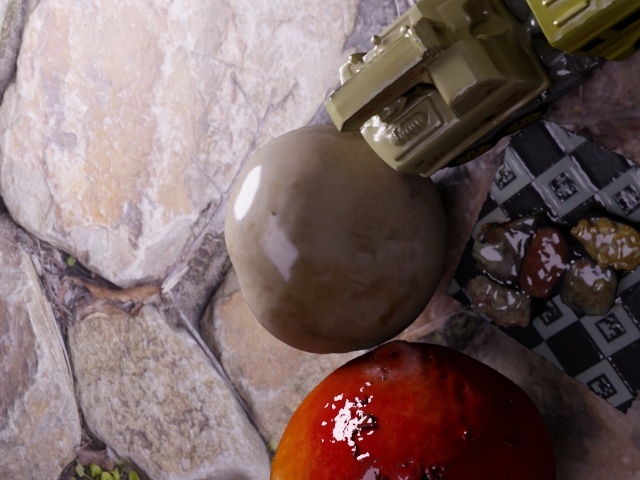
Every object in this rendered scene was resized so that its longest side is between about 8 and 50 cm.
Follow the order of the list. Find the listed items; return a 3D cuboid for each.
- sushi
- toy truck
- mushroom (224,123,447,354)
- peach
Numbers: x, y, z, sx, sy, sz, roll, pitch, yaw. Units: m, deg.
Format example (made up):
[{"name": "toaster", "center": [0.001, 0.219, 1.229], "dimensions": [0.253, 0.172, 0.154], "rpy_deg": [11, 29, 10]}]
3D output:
[{"name": "sushi", "center": [0.301, 0.033, 1.343], "dimensions": [0.292, 0.059, 0.294], "rpy_deg": [32, 120, 23]}, {"name": "toy truck", "center": [0.198, -0.223, 1.223], "dimensions": [0.405, 0.254, 0.180], "rpy_deg": [-33, 80, 34]}, {"name": "mushroom", "center": [0.000, 0.000, 1.438], "dimensions": [0.290, 0.293, 0.292], "rpy_deg": [-1, 106, 65]}, {"name": "peach", "center": [0.108, 0.298, 1.378], "dimensions": [0.370, 0.370, 0.370], "rpy_deg": [11, 110, 32]}]
